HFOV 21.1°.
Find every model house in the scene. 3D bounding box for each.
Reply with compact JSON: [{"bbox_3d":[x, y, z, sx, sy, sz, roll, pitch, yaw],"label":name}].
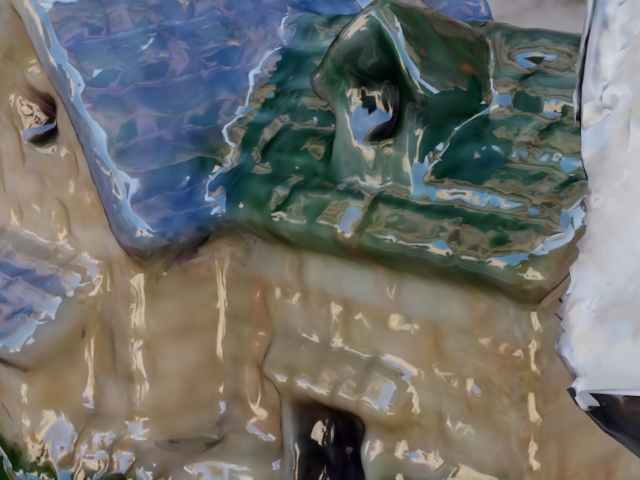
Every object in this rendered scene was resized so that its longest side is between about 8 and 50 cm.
[{"bbox_3d":[0.000,0.000,0.951,0.395,0.400,0.445,-11,20,-42],"label":"model house"}]

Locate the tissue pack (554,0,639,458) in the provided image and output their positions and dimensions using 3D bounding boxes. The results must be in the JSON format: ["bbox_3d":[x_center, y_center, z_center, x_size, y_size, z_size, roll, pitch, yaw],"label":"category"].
[{"bbox_3d":[0.272,0.022,0.509,0.264,0.416,0.253,-7,61,36],"label":"tissue pack"}]
